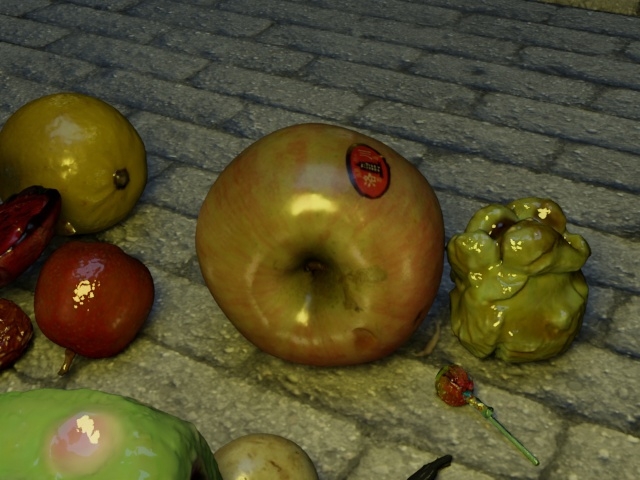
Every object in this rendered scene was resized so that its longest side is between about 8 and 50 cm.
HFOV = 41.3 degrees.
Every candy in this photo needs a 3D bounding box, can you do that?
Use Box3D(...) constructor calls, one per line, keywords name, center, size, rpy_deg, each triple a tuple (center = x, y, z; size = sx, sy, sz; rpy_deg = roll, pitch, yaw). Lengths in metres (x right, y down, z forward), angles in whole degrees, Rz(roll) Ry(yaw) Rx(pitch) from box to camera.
Box3D(name="candy", center=(0.245, 0.259, 1.250), size=(0.060, 0.061, 0.201), rpy_deg=(-26, 50, -30))

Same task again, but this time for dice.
Box3D(name="dice", center=(-0.267, 0.362, 0.851), size=(0.322, 0.318, 0.330), rpy_deg=(-4, 47, 6))

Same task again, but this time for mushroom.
Box3D(name="mushroom", center=(-0.076, 0.331, 1.086), size=(0.166, 0.127, 0.166), rpy_deg=(4, 72, -12))

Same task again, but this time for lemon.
Box3D(name="lemon", center=(-0.486, -0.146, 1.648), size=(0.296, 0.297, 0.297), rpy_deg=(-1, 35, 1))

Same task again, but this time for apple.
Box3D(name="apple", center=(0.000, 0.000, 1.346), size=(0.391, 0.392, 0.346), rpy_deg=(2, 21, 5))

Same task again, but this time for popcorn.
Box3D(name="popcorn", center=(0.313, 0.055, 1.351), size=(0.225, 0.277, 0.276), rpy_deg=(-5, 35, 4))

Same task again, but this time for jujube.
Box3D(name="jujube", center=(-0.549, 0.170, 1.359), size=(0.176, 0.109, 0.112), rpy_deg=(-40, 13, -31))

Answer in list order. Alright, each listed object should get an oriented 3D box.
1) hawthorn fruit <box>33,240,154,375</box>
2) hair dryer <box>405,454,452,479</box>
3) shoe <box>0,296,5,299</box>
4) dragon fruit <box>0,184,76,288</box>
Box3D(name="hawthorn fruit", center=(-0.378, 0.113, 1.378), size=(0.196, 0.197, 0.226), rpy_deg=(8, 63, 14))
Box3D(name="hair dryer", center=(0.143, 0.353, 1.115), size=(0.195, 0.075, 0.219), rpy_deg=(26, 35, 19))
Box3D(name="shoe", center=(-0.625, 0.112, 1.480), size=(0.195, 0.079, 0.078), rpy_deg=(19, 74, 16))
Box3D(name="dragon fruit", center=(-0.529, 0.007, 1.410), size=(0.343, 0.100, 0.282), rpy_deg=(-11, 33, 36))
